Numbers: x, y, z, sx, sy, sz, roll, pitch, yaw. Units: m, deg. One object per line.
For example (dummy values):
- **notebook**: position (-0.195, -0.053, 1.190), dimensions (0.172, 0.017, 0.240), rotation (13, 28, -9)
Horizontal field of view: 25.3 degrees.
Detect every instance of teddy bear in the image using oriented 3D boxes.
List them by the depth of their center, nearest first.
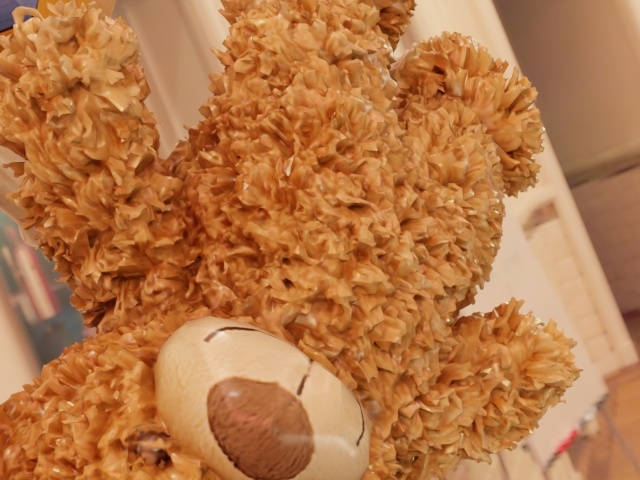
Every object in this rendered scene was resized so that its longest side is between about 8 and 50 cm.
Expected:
- **teddy bear**: position (0.000, 0.000, 0.516), dimensions (0.113, 0.245, 0.338), rotation (-20, 14, 39)

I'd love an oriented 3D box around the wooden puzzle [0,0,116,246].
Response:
- **wooden puzzle**: position (-0.164, -0.215, 0.601), dimensions (0.080, 0.322, 0.348), rotation (-10, -35, 24)
